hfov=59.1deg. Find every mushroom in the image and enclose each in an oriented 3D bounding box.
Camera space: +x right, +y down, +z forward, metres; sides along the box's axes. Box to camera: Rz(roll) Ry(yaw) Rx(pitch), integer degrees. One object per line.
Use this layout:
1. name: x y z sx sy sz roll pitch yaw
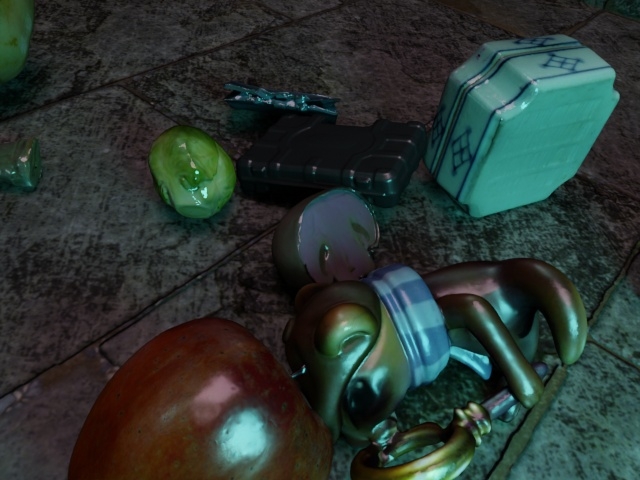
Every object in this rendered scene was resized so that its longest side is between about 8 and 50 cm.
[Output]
1. mushroom: 0.000 0.000 0.823 0.117 0.141 0.188 -1 25 43

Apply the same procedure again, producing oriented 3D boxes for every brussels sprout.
1. brussels sprout: -0.202 -0.106 0.890 0.118 0.155 0.155 -15 35 26

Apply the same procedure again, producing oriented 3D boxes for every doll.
1. doll: 0.128 0.130 0.668 0.340 0.209 0.318 -8 13 -21

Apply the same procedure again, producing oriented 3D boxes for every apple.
1. apple: -0.103 0.187 0.524 0.234 0.234 0.234 5 43 -5

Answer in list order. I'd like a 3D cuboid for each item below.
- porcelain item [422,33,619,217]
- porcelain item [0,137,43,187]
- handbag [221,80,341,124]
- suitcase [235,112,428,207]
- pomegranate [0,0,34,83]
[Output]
1. porcelain item: 0.335 -0.197 0.972 0.286 0.281 0.157 -15 50 -22
2. porcelain item: -0.558 -0.123 0.880 0.216 0.069 0.081 0 55 -12
3. handbag: -0.073 -0.270 1.091 0.221 0.057 0.144 9 10 -1
4. suitcase: 0.022 -0.143 0.962 0.286 0.066 0.206 9 40 23
5. pomegranate: -0.686 -0.427 0.944 0.412 0.411 0.411 5 43 -5
